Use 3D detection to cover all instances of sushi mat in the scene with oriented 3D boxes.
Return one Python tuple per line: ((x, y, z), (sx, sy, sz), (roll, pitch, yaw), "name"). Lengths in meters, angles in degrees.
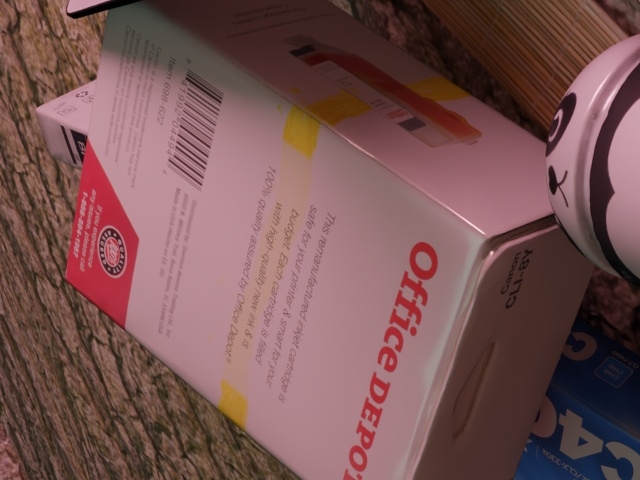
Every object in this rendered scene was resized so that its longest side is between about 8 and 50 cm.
((0.139, -0.177, 1.318), (0.316, 0.019, 0.151), (50, 151, 22), "sushi mat")

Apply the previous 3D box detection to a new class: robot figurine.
((0.261, -0.034, 1.060), (0.173, 0.209, 0.278), (35, 173, -39), "robot figurine")

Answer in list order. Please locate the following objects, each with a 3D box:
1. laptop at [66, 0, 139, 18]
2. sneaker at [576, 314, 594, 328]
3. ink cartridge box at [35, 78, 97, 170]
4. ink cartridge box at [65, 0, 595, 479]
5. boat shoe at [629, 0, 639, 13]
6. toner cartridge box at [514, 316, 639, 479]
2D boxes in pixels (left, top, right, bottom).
((-0.122, -0.380, 1.120), (0.236, 0.382, 0.408), (23, 169, -27), "laptop")
((0.178, 0.058, 1.445), (0.135, 0.052, 0.058), (60, 159, 4), "sneaker")
((-0.129, -0.106, 1.699), (0.332, 0.165, 0.065), (22, 134, 53), "ink cartridge box")
((0.000, 0.000, 1.317), (0.384, 0.160, 0.279), (37, 128, 31), "ink cartridge box")
((0.286, -0.122, 0.888), (0.500, 0.187, 0.156), (53, 158, 23), "boat shoe")
((0.230, 0.169, 1.366), (0.348, 0.075, 0.165), (32, 144, 28), "toner cartridge box")
